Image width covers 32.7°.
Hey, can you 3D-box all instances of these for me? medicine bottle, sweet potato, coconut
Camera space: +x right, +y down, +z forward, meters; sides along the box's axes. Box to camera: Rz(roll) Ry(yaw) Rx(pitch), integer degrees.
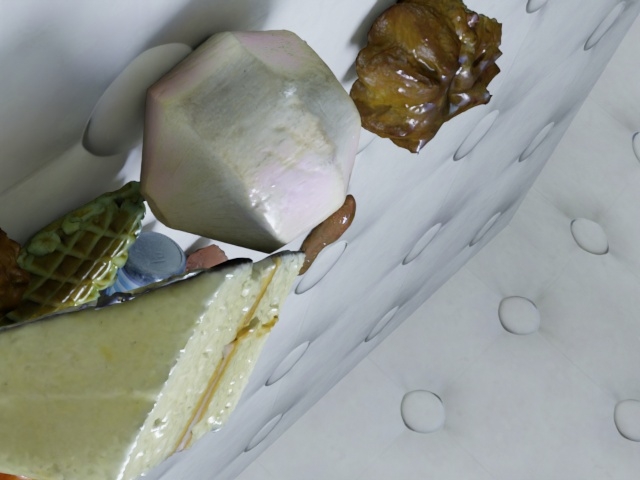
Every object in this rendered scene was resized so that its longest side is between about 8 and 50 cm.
[{"bbox_3d":[-0.236,0.081,1.389,0.083,0.083,0.203,-33,159,-45],"label":"medicine bottle"},{"bbox_3d":[0.000,0.000,1.951,0.214,0.050,0.050,-51,166,33],"label":"sweet potato"},{"bbox_3d":[-0.078,-0.093,1.120,0.237,0.237,0.197,-45,-159,-8],"label":"coconut"}]

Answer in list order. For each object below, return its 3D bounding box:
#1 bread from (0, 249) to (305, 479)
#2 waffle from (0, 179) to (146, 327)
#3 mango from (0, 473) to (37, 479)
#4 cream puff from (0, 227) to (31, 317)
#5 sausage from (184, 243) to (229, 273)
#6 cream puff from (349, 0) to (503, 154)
[{"bbox_3d":[-0.244,0.076,1.016,0.346,0.404,0.242,-83,-170,-87],"label":"bread"},{"bbox_3d":[-0.277,0.031,1.186,0.214,0.054,0.208,-34,160,-39],"label":"waffle"},{"bbox_3d":[-0.371,0.255,1.155,0.289,0.129,0.146,-46,-179,30],"label":"mango"},{"bbox_3d":[-0.322,0.033,0.976,0.116,0.122,0.094,11,121,-27],"label":"cream puff"},{"bbox_3d":[-0.232,0.127,1.554,0.304,0.078,0.078,-50,166,12],"label":"sausage"},{"bbox_3d":[0.147,-0.245,1.504,0.269,0.155,0.241,-28,153,-35],"label":"cream puff"}]
